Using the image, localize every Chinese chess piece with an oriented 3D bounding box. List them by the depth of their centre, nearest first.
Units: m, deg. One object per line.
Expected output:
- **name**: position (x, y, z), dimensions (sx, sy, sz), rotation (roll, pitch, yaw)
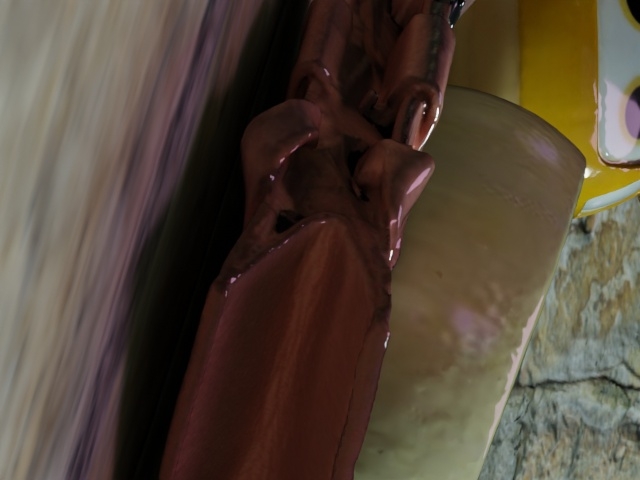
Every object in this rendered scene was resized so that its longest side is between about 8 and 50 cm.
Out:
- **Chinese chess piece**: position (0.037, 0.054, 0.657), dimensions (0.257, 0.104, 0.257), rotation (20, 90, -84)

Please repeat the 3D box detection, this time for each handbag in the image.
- **handbag**: position (0.000, 0.000, 0.420), dimensions (0.212, 0.059, 0.157), rotation (-73, 177, -50)

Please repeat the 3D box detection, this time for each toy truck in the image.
- **toy truck**: position (0.153, -0.107, 0.935), dimensions (0.288, 0.211, 0.204), rotation (74, 15, -88)
